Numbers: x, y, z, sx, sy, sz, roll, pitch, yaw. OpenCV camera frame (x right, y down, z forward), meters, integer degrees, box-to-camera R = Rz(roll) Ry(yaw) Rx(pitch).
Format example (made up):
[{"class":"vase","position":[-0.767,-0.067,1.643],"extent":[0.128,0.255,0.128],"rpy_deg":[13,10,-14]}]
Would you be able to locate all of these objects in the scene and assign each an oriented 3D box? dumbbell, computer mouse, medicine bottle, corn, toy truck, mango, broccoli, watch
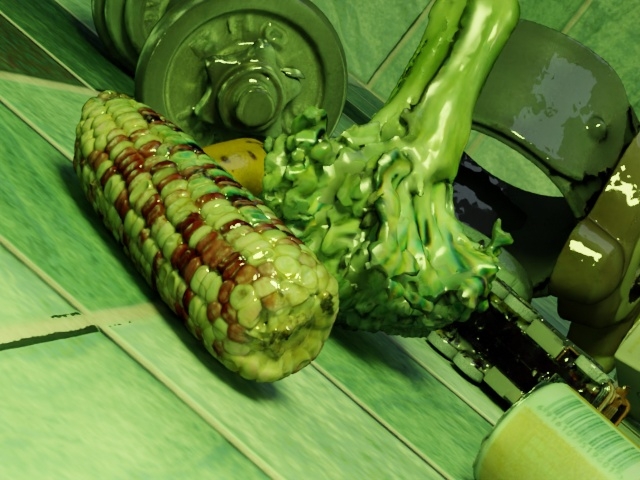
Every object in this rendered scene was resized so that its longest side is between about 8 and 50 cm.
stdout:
[{"class":"dumbbell","position":[-0.097,-0.177,1.428],"extent":[0.179,0.179,0.406],"rpy_deg":[34,11,-25]},{"class":"computer mouse","position":[0.114,0.018,1.620],"extent":[0.229,0.068,0.113],"rpy_deg":[30,-19,44]},{"class":"medicine bottle","position":[0.271,0.249,0.982],"extent":[0.426,0.108,0.108],"rpy_deg":[43,10,31]},{"class":"corn","position":[-0.080,-0.009,0.972],"extent":[0.086,0.086,0.253],"rpy_deg":[28,12,-48]},{"class":"toy truck","position":[0.176,0.103,1.392],"extent":[0.192,0.083,0.092],"rpy_deg":[44,6,36]},{"class":"mango","position":[-0.075,-0.047,1.214],"extent":[0.079,0.057,0.114],"rpy_deg":[-6,0,35]},{"class":"broccoli","position":[0.039,-0.069,1.184],"extent":[0.198,0.275,0.177],"rpy_deg":[8,0,-31]},{"class":"watch","position":[0.213,-0.055,1.736],"extent":[0.327,0.314,0.335],"rpy_deg":[25,-32,19]}]

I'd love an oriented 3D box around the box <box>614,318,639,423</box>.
[{"class":"box","position":[0.431,0.187,1.714],"extent":[0.243,0.067,0.155],"rpy_deg":[29,-21,28]}]
